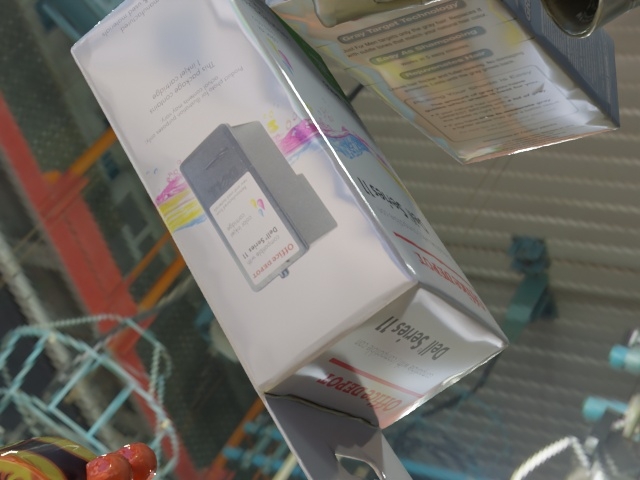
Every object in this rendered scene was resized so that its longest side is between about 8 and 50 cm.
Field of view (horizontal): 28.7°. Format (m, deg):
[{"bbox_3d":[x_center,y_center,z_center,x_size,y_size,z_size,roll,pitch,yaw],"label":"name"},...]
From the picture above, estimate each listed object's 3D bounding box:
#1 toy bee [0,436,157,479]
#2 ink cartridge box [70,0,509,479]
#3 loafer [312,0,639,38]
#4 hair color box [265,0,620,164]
[{"bbox_3d":[-0.149,0.163,0.593,0.162,0.195,0.298,-17,-72,19],"label":"toy bee"},{"bbox_3d":[0.000,0.000,0.819,0.353,0.119,0.207,59,12,24],"label":"ink cartridge box"},{"bbox_3d":[0.144,-0.163,0.657,0.320,0.112,0.111,-3,-76,-10],"label":"loafer"},{"bbox_3d":[0.130,-0.207,1.204,0.185,0.113,0.374,-12,-25,31],"label":"hair color box"}]
